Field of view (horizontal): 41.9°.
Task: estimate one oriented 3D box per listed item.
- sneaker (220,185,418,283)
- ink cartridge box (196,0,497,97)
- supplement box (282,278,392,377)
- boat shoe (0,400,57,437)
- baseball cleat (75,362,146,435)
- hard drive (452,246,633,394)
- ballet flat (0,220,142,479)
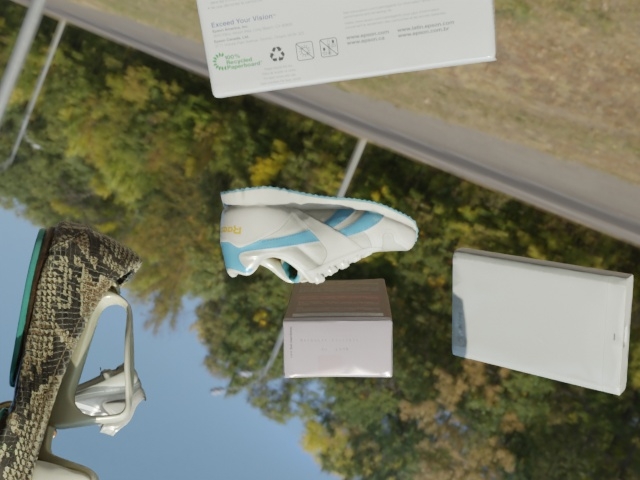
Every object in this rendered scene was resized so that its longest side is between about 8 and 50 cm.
[{"bbox_3d":[0.000,0.000,0.870,0.228,0.092,0.087,5,175,-29],"label":"sneaker"},{"bbox_3d":[0.009,-0.230,0.613,0.223,0.224,0.045,-5,-164,13],"label":"ink cartridge box"},{"bbox_3d":[0.023,0.106,1.071,0.130,0.073,0.239,-1,-170,3],"label":"supplement box"},{"bbox_3d":[-0.412,0.252,1.110,0.060,0.064,0.178,49,-169,13],"label":"boat shoe"},{"bbox_3d":[-0.381,0.276,1.335,0.205,0.109,0.072,-23,-176,-10],"label":"baseball cleat"},{"bbox_3d":[0.372,0.133,1.438,0.307,0.203,0.040,10,-161,36],"label":"hard drive"},{"bbox_3d":[-0.327,0.207,1.016,0.182,0.483,0.164,19,156,-11],"label":"ballet flat"}]
